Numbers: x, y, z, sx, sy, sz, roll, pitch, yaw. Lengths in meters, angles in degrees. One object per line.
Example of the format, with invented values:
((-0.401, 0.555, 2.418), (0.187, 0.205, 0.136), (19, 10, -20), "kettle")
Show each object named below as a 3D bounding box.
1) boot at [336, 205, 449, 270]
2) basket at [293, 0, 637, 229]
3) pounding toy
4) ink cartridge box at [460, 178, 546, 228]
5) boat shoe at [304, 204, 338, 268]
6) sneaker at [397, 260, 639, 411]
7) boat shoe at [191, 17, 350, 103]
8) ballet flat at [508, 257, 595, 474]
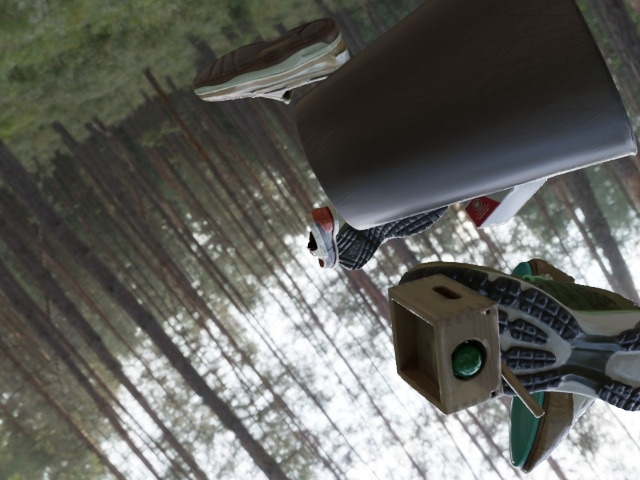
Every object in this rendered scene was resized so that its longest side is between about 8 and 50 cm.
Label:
((0.154, -0.095, 1.444), (0.338, 0.118, 0.222), (-32, -163, 46), "boot")
((0.105, -0.114, 0.603), (0.227, 0.204, 0.154), (-25, 167, 17), "basket")
((0.154, 0.118, 0.781), (0.100, 0.130, 0.141), (-14, -162, -19), "pounding toy")
((0.264, -0.127, 1.173), (0.072, 0.175, 0.127), (-9, 147, -34), "ink cartridge box")
((0.000, 0.000, 1.041), (0.043, 0.049, 0.137), (-21, 149, -13), "boat shoe")
((0.283, 0.104, 0.951), (0.182, 0.411, 0.158), (-102, -149, -67), "sneaker")
((-0.055, -0.182, 0.814), (0.190, 0.072, 0.068), (-10, -137, 28), "boat shoe")
((0.364, 0.192, 1.131), (0.116, 0.124, 0.342), (117, -18, -62), "ballet flat")
